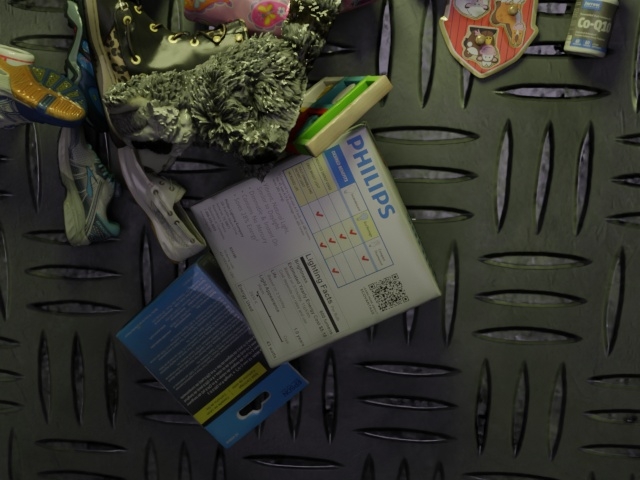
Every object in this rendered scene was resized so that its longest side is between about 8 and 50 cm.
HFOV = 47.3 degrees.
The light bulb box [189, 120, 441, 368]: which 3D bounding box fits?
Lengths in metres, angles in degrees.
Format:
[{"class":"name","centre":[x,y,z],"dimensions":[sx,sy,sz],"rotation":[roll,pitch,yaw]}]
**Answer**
[{"class":"light bulb box","centre":[0.000,0.000,1.441],"dimensions":[0.361,0.225,0.358],"rotation":[-24,99,9]}]

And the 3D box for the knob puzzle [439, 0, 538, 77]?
[{"class":"knob puzzle","centre":[0.326,-0.413,1.417],"dimensions":[0.213,0.030,0.213],"rotation":[1,103,5]}]

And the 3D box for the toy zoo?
[{"class":"toy zoo","centre":[-0.009,-0.239,1.374],"dimensions":[0.192,0.293,0.030],"rotation":[-43,115,-12]}]

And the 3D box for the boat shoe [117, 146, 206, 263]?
[{"class":"boat shoe","centre":[-0.324,-0.090,1.527],"dimensions":[0.096,0.098,0.277],"rotation":[-23,108,10]}]

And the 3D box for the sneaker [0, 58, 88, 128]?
[{"class":"sneaker","centre":[-0.590,-0.272,1.428],"dimensions":[0.296,0.112,0.131],"rotation":[22,132,5]}]

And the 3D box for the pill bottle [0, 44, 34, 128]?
[{"class":"pill bottle","centre":[-0.651,-0.317,1.513],"dimensions":[0.087,0.087,0.160],"rotation":[18,103,2]}]

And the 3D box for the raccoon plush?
[{"class":"raccoon plush","centre":[-0.177,-0.310,1.253],"dimensions":[0.299,0.216,0.447],"rotation":[23,79,-16]}]

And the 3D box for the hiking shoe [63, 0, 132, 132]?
[{"class":"hiking shoe","centre":[-0.428,-0.368,1.457],"dimensions":[0.132,0.113,0.304],"rotation":[1,103,17]}]

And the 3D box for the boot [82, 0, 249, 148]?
[{"class":"boot","centre":[-0.277,-0.372,1.338],"dimensions":[0.284,0.138,0.378],"rotation":[-10,106,-12]}]

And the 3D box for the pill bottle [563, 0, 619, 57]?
[{"class":"pill bottle","centre":[0.512,-0.417,1.372],"dimensions":[0.078,0.078,0.137],"rotation":[12,103,3]}]

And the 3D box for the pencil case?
[{"class":"pencil case","centre":[-0.120,-0.455,1.415],"dimensions":[0.284,0.124,0.124],"rotation":[13,103,2]}]

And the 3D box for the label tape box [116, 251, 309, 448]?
[{"class":"label tape box","centre":[-0.223,0.237,1.578],"dimensions":[0.249,0.115,0.348],"rotation":[-41,98,13]}]

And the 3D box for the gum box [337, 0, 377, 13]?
[{"class":"gum box","centre":[0.043,-0.517,1.358],"dimensions":[0.107,0.062,0.188],"rotation":[-23,75,-12]}]

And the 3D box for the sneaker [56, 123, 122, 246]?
[{"class":"sneaker","centre":[-0.482,-0.132,1.543],"dimensions":[0.122,0.110,0.283],"rotation":[-5,105,-11]}]
